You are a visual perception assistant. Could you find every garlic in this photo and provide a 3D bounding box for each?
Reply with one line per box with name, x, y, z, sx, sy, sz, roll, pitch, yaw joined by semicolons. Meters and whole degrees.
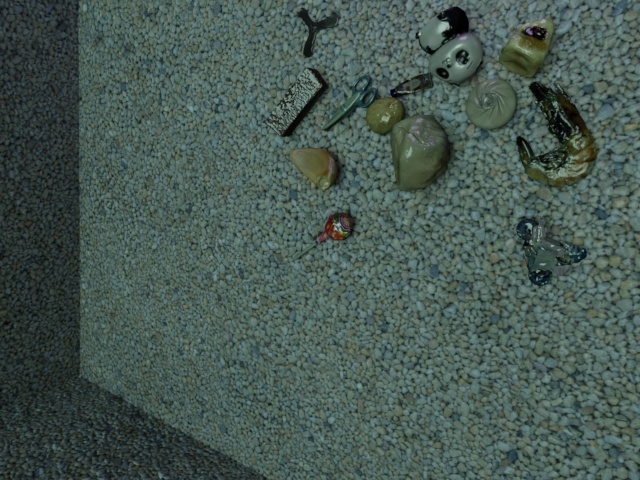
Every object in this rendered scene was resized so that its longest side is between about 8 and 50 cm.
garlic;-0.028;-0.311;1.944;0.244;0.164;0.146;39;131;24

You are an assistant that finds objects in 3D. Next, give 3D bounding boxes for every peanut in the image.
peanut;0.250;-0.488;1.786;0.159;0.109;0.141;-34;74;32

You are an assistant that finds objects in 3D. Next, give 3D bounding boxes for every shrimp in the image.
shrimp;0.765;-0.348;1.553;0.233;0.071;0.365;-31;88;35

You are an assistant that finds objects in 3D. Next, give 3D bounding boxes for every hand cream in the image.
hand cream;0.346;-0.588;1.759;0.163;0.039;0.062;-14;76;28

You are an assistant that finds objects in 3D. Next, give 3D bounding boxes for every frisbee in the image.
frisbee;-0.032;-0.904;1.930;0.211;0.012;0.188;-38;79;29

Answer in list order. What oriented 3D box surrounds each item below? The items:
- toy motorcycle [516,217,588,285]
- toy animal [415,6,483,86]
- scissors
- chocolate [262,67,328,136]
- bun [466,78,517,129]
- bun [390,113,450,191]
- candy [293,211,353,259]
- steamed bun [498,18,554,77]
toy motorcycle;0.798;0.030;1.577;0.203;0.108;0.239;-13;115;35
toy animal;0.459;-0.667;1.606;0.187;0.165;0.235;-26;85;52
scissors;0.111;-0.545;1.891;0.289;0.041;0.138;-38;63;33
chocolate;-0.105;-0.581;1.980;0.112;0.112;0.321;48;116;3
bun;0.588;-0.473;1.597;0.172;0.119;0.173;5;99;30
bun;0.368;-0.323;1.688;0.204;0.281;0.282;-10;94;5
candy;0.000;0.000;2.021;0.365;0.124;0.124;-37;80;36
steamed bun;0.687;-0.641;1.502;0.140;0.172;0.155;34;95;9
